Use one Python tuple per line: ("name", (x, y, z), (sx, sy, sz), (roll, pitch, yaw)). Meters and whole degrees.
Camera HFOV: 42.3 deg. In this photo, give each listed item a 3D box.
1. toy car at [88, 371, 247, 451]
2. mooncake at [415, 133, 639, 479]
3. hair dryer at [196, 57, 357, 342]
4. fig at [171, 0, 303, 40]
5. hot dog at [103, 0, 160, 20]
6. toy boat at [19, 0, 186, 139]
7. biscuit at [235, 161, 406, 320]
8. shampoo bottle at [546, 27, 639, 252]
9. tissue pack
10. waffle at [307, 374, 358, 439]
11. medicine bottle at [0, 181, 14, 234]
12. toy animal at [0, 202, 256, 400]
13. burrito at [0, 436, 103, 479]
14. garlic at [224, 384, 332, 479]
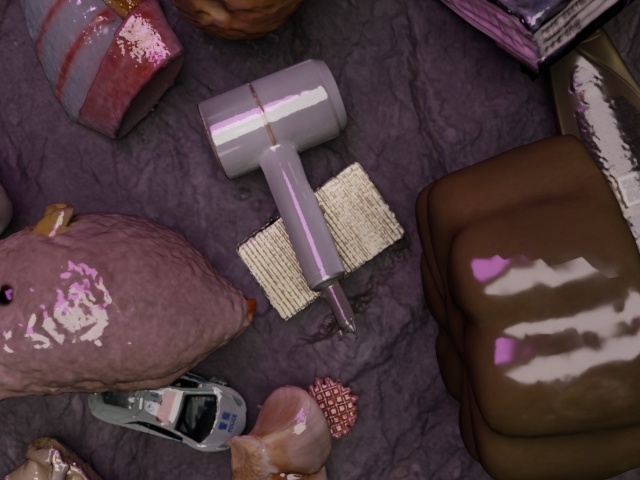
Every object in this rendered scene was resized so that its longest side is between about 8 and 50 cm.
("toy car", (-0.194, 0.207, 1.056), (0.204, 0.056, 0.096), (18, 87, 1))
("mooncake", (0.225, 0.082, 0.916), (0.200, 0.378, 0.379), (-15, 88, 3))
("hair dryer", (-0.014, -0.042, 1.012), (0.173, 0.107, 0.358), (-22, 74, 1))
("fig", (-0.139, -0.412, 0.934), (0.368, 0.286, 0.286), (27, 87, -27))
("hot dog", (-0.304, -0.348, 1.082), (0.215, 0.047, 0.066), (33, 102, 0))
("toy boat", (-0.311, -0.274, 1.048), (0.282, 0.096, 0.206), (46, 119, 2))
("biscuit", (0.000, 0.000, 1.075), (0.199, 0.040, 0.121), (-34, 89, 0))
("shampoo bottle", (0.368, -0.143, 1.063), (0.125, 0.084, 0.350), (-20, 87, 3))
("tissue pack", (0.315, -0.391, 1.011), (0.361, 0.122, 0.259), (-38, 51, 0))
("waffle", (0.011, 0.218, 1.072), (0.075, 0.029, 0.083), (18, 85, 0))
("medicine bottle", (-0.561, -0.137, 0.983), (0.219, 0.219, 0.388), (-35, 89, -2))
("toy animal", (-0.255, 0.067, 0.984), (0.358, 0.188, 0.227), (1, 58, -22))
("burrito", (-0.275, 0.394, 1.024), (0.347, 0.107, 0.175), (37, 94, 0))
("garlic", (-0.041, 0.265, 1.031), (0.124, 0.099, 0.175), (4, 115, 23))
